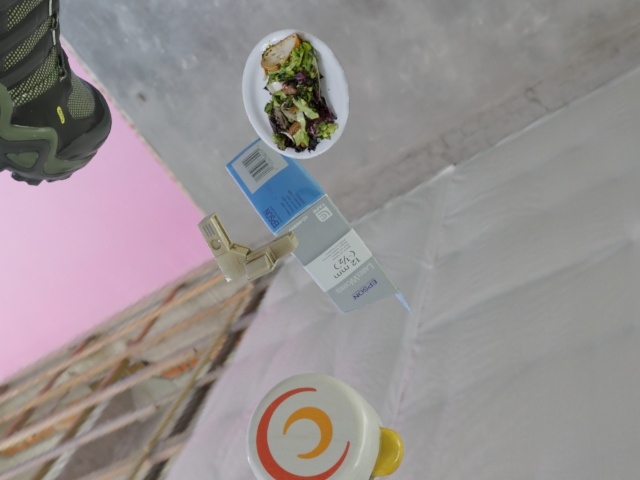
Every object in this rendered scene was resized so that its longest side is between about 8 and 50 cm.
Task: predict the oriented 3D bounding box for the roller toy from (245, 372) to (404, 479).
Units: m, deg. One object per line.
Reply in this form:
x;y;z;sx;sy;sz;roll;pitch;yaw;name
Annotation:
0.000;0.304;1.241;0.209;0.146;0.191;-35;-120;1;roller toy

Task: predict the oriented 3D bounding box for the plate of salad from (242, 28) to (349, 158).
-0.046;-0.220;1.262;0.200;0.199;0.048;-25;-177;37;plate of salad

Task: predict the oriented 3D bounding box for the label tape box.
0.000;0.000;1.471;0.115;0.347;0.249;-38;-140;-1;label tape box

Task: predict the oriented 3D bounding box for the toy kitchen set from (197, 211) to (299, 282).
-0.079;-0.001;0.880;0.083;0.075;0.068;-25;-169;12;toy kitchen set

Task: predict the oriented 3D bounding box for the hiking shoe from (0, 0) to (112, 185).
-0.130;-0.099;0.331;0.114;0.086;0.227;-46;163;1;hiking shoe
